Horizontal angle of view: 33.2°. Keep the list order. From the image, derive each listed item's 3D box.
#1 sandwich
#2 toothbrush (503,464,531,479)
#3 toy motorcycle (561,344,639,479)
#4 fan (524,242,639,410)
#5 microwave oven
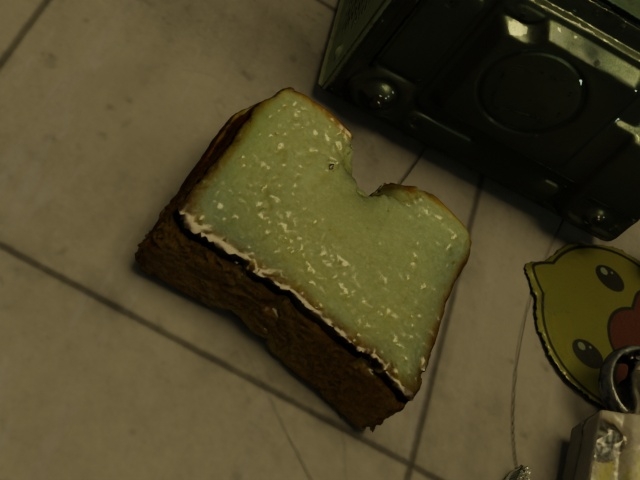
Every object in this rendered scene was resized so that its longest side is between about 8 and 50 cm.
[{"bbox_3d":[-0.001,0.001,1.002,0.273,0.095,0.249,37,48,-6],"label":"sandwich"},{"bbox_3d":[0.126,0.293,0.932,0.019,0.025,0.275,43,48,-1],"label":"toothbrush"},{"bbox_3d":[0.332,0.265,1.020,0.223,0.108,0.340,26,57,-4],"label":"toy motorcycle"},{"bbox_3d":[0.364,0.121,1.201,0.335,0.011,0.229,35,48,-7],"label":"fan"},{"bbox_3d":[0.247,-0.224,1.143,0.394,0.333,0.247,26,47,-14],"label":"microwave oven"}]
